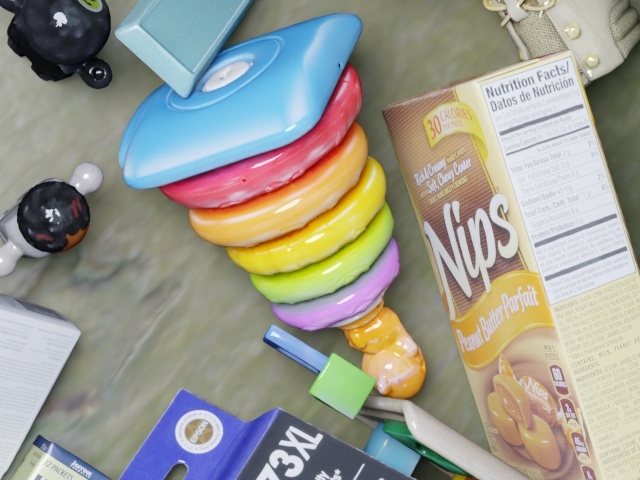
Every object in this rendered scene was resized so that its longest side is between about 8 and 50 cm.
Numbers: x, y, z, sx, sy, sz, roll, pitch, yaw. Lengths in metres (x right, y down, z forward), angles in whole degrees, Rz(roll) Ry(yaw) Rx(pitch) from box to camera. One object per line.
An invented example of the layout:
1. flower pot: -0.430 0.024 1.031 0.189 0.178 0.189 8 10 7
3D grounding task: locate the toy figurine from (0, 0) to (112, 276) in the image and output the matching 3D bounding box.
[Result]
1. toy figurine: -0.247 -0.081 1.037 0.213 0.148 0.209 4 87 -19

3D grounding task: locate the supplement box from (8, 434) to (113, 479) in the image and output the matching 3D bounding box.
1. supplement box: -0.194 0.188 1.081 0.056 0.083 0.083 35 78 -12

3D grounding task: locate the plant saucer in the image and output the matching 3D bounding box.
1. plant saucer: -0.082 -0.178 1.106 0.067 0.018 0.192 42 40 -13

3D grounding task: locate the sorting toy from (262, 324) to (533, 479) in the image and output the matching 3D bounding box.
1. sorting toy: 0.098 0.172 1.121 0.348 0.196 0.047 33 82 -15

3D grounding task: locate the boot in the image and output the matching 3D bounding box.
1. boot: 0.141 -0.196 1.173 0.262 0.095 0.203 -33 103 -43

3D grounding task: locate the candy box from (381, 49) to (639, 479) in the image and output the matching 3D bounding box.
1. candy box: 0.160 0.028 1.152 0.088 0.183 0.316 -20 95 -19

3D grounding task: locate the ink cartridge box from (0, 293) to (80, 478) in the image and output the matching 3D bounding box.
1. ink cartridge box: -0.260 0.118 1.051 0.179 0.045 0.145 -59 147 4

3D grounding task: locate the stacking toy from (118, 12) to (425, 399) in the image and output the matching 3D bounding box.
1. stacking toy: 0.000 0.000 1.131 0.301 0.166 0.175 60 29 -26

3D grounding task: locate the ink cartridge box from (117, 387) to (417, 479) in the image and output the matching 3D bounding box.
1. ink cartridge box: 0.015 0.238 1.051 0.371 0.069 0.175 25 60 16
